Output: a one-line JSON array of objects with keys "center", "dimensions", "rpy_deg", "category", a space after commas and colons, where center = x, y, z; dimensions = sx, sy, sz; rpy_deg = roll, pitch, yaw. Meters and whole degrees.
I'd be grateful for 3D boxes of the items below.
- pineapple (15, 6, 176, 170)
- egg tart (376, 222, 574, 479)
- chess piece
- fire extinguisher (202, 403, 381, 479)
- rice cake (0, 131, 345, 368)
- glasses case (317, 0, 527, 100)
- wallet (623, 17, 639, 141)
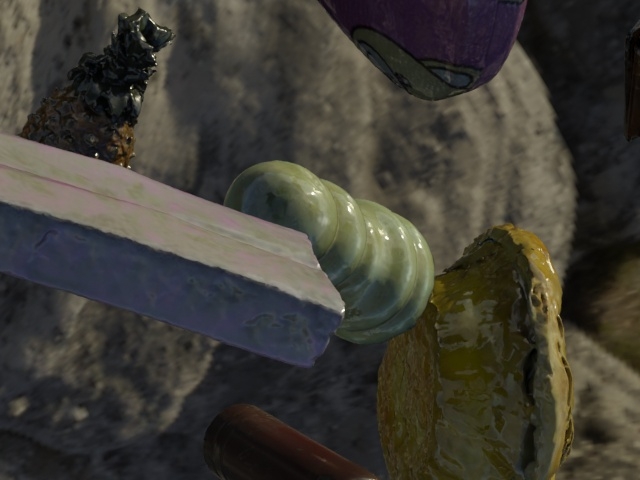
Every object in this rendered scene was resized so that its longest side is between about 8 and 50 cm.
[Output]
[{"center": [-0.195, -0.114, 1.470], "dimensions": [0.108, 0.108, 0.197], "rpy_deg": [28, 111, -12], "category": "pineapple"}, {"center": [0.163, 0.170, 1.831], "dimensions": [0.169, 0.388, 0.387], "rpy_deg": [2, 79, -11], "category": "egg tart"}, {"center": [0.000, 0.000, 1.498], "dimensions": [0.133, 0.243, 0.133], "rpy_deg": [-9, 69, 23], "category": "chess piece"}, {"center": [-0.004, 0.210, 1.368], "dimensions": [0.072, 0.268, 0.089], "rpy_deg": [-21, 111, -26], "category": "fire extinguisher"}, {"center": [-0.136, -0.009, 0.907], "dimensions": [0.298, 0.106, 0.050], "rpy_deg": [18, 112, -12], "category": "rice cake"}, {"center": [-0.005, -0.191, 0.698], "dimensions": [0.076, 0.123, 0.316], "rpy_deg": [-18, 56, -19], "category": "glasses case"}, {"center": [0.310, -0.176, 1.343], "dimensions": [0.042, 0.161, 0.195], "rpy_deg": [37, 73, 23], "category": "wallet"}]
